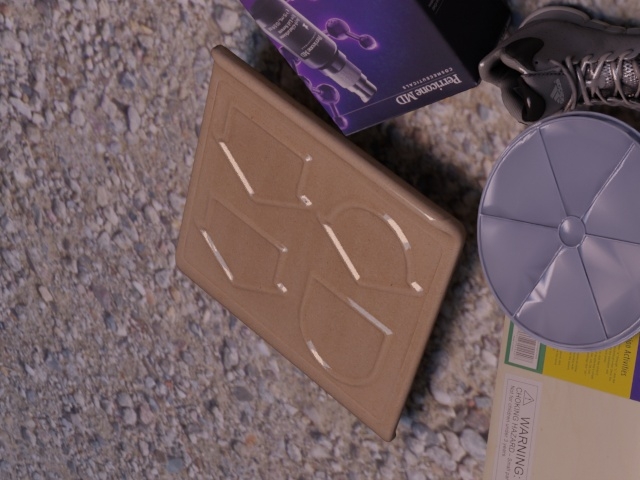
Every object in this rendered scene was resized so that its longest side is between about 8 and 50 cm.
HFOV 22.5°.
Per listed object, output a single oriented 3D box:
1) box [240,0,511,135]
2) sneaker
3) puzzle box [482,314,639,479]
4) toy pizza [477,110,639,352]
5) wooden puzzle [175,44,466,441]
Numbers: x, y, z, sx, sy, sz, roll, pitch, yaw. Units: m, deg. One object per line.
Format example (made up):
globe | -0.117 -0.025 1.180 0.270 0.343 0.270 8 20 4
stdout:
box | 0.037 -0.212 1.358 0.153 0.108 0.207 -20 120 40
sneaker | 0.224 -0.120 1.269 0.229 0.132 0.086 15 125 40
puzzle box | 0.267 0.167 1.352 0.272 0.052 0.408 14 100 41
toy pizza | 0.217 -0.007 1.339 0.201 0.032 0.201 1 92 42
wooden puzzle | 0.000 0.000 1.633 0.322 0.080 0.347 38 142 23
